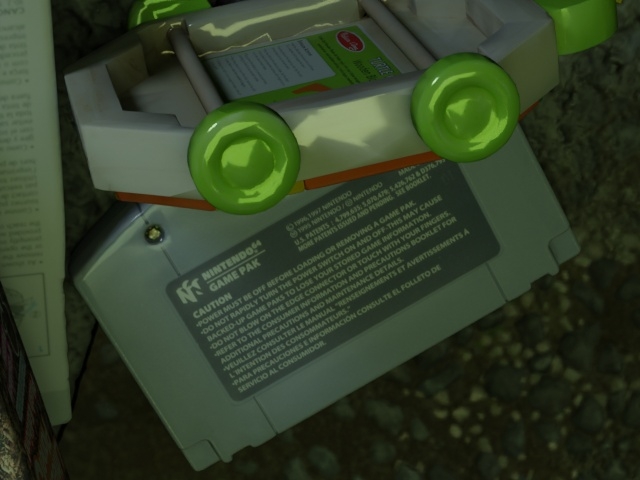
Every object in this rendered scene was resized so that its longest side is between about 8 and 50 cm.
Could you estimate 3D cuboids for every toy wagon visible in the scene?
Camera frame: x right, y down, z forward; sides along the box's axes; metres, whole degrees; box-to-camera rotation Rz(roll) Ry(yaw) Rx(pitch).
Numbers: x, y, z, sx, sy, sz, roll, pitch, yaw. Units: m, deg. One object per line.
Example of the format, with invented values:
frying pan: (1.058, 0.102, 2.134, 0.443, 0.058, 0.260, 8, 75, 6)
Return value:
toy wagon: (0.031, -0.103, 1.102, 0.344, 0.267, 0.068, -13, 114, -8)

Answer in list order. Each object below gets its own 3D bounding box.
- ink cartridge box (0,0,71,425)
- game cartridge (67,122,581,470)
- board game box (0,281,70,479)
ink cartridge box: (-0.310, -0.034, 1.167, 0.308, 0.091, 0.385, -6, 131, -10)
game cartridge: (0.000, 0.000, 1.253, 0.297, 0.062, 0.198, -29, 110, 0)
board game box: (-0.281, 0.098, 1.075, 0.232, 0.141, 0.291, -17, 111, -1)
